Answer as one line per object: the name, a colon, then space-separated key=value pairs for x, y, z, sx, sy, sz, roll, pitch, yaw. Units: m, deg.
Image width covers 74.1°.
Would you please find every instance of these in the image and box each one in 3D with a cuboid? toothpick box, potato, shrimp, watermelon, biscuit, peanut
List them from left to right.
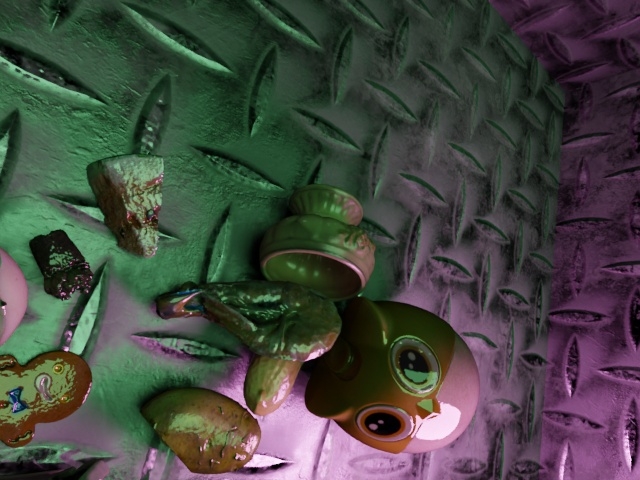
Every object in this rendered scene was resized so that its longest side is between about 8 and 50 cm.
biscuit: x=-0.574 y=0.302 z=0.822 sx=0.236 sy=0.039 sz=0.179 roll=-17 pitch=95 yaw=-40
watermelon: x=-0.421 y=-0.078 z=0.956 sx=0.154 sy=0.094 sz=0.240 roll=-12 pitch=96 yaw=-31
potato: x=-0.275 y=0.438 z=0.981 sx=0.298 sy=0.141 sz=0.176 roll=32 pitch=64 yaw=-21
shrimp: x=-0.163 y=0.184 z=1.025 sx=0.446 sy=0.109 sz=0.221 roll=9 pitch=45 yaw=-13
peanut: x=-0.101 y=0.304 z=1.111 sx=0.147 sy=0.148 sz=0.318 roll=45 pitch=49 yaw=-26
toothpick box: x=0.200 y=0.373 z=1.184 sx=0.426 sy=0.409 sz=0.408 roll=27 pitch=69 yaw=-31

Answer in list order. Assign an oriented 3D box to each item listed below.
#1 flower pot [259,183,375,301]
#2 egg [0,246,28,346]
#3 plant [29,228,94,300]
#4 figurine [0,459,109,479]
flower pot: x=0.000 y=0.000 z=1.148 sx=0.308 sy=0.308 sz=0.243 roll=33 pitch=52 yaw=-31
egg: x=-0.626 y=0.092 z=0.725 sx=0.271 sy=0.161 sz=0.206 roll=-3 pitch=115 yaw=-4
plant: x=-0.520 y=0.051 z=0.857 sx=0.094 sy=0.092 sz=0.143 roll=-26 pitch=96 yaw=-45
figurine: x=-0.517 y=0.509 z=0.688 sx=0.167 sy=0.285 sz=0.342 roll=36 pitch=63 yaw=-28
